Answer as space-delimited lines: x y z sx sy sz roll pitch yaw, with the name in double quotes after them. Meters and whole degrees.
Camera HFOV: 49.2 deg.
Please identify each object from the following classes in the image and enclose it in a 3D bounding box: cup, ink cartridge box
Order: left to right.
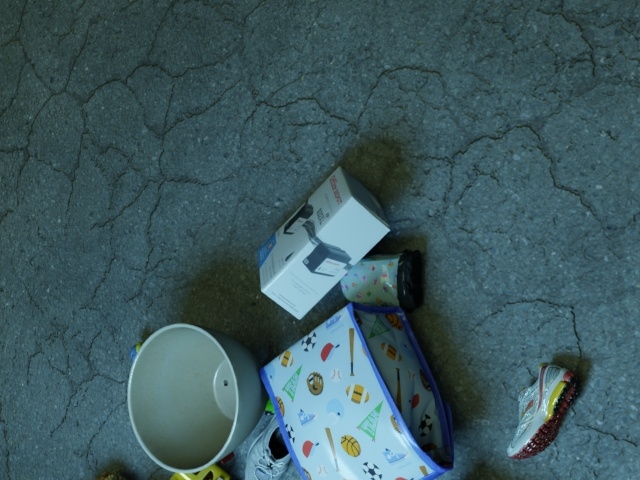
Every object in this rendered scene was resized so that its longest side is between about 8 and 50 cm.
-0.257 0.362 1.666 0.331 0.237 0.331 -4 83 31 "cup"
0.000 0.000 1.660 0.307 0.129 0.223 -46 21 14 "ink cartridge box"

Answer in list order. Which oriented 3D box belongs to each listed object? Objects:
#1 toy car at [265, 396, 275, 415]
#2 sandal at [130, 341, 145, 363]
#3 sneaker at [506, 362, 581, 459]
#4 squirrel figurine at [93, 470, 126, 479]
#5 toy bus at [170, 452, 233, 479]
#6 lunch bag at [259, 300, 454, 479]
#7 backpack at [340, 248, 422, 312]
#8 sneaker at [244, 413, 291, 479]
-0.157 0.411 1.780 0.225 0.053 0.239 -3 82 26 "toy car"
-0.451 0.425 1.893 0.138 0.126 0.317 -35 67 23 "sandal"
0.455 0.360 1.469 0.093 0.088 0.225 35 99 48 "sneaker"
-0.535 0.767 1.776 0.397 0.281 0.370 41 113 36 "squirrel figurine"
-0.271 0.607 1.730 0.104 0.202 0.191 126 138 -56 "toy bus"
0.092 0.380 1.530 0.328 0.239 0.385 -42 57 32 "lunch bag"
0.140 0.091 1.644 0.182 0.115 0.152 -1 84 30 "backpack"
-0.120 0.510 1.681 0.105 0.115 0.281 23 108 3 "sneaker"
